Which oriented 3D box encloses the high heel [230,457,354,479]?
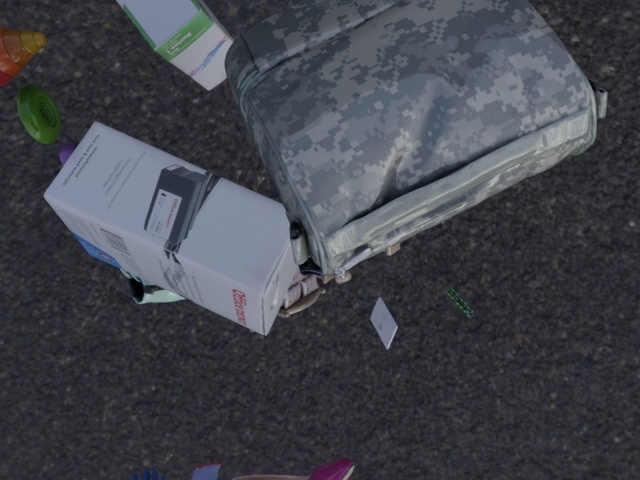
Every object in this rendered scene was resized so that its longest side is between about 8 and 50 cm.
[{"bbox_3d":[-0.049,0.362,0.983,0.117,0.082,0.244,49,129,13],"label":"high heel"}]

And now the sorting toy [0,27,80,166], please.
[{"bbox_3d":[-0.558,-0.298,1.366,0.126,0.127,0.365,-15,134,10],"label":"sorting toy"}]

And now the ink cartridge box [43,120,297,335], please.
[{"bbox_3d":[-0.240,-0.008,1.173,0.395,0.166,0.285,24,159,5],"label":"ink cartridge box"}]

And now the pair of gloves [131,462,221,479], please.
[{"bbox_3d":[-0.249,0.439,1.081,0.198,0.159,0.023,-7,119,0],"label":"pair of gloves"}]

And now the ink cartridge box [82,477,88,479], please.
[{"bbox_3d":[-0.360,0.607,1.169,0.119,0.353,0.207,-43,120,-19],"label":"ink cartridge box"}]

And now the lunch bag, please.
[{"bbox_3d":[0.078,-0.121,0.641,0.305,0.256,0.212,-26,132,-1],"label":"lunch bag"}]

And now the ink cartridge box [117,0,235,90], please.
[{"bbox_3d":[-0.280,-0.435,1.281,0.117,0.278,0.201,-38,81,7],"label":"ink cartridge box"}]

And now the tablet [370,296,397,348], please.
[{"bbox_3d":[0.111,0.145,1.153,0.006,0.083,0.054,5,122,-23],"label":"tablet"}]

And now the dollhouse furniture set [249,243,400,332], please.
[{"bbox_3d":[0.000,0.000,1.370,0.174,0.355,0.303,14,121,36],"label":"dollhouse furniture set"}]

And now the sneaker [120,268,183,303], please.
[{"bbox_3d":[-0.343,0.009,1.366,0.094,0.151,0.256,1,98,39],"label":"sneaker"}]

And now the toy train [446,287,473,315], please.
[{"bbox_3d":[0.323,0.143,1.517,0.017,0.024,0.083,-43,93,-1],"label":"toy train"}]
